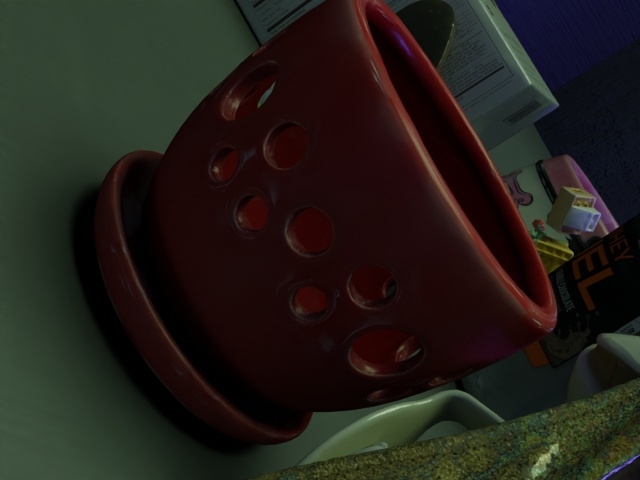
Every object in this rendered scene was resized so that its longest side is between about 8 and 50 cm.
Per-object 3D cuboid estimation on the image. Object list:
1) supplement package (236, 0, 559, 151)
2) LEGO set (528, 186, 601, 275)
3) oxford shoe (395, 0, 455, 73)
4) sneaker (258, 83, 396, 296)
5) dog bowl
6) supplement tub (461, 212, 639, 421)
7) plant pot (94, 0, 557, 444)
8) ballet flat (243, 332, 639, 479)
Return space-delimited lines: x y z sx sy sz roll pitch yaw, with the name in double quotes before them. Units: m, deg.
"supplement package" 0.074 -0.199 1.039 0.263 0.198 0.199 61 18 9
"LEGO set" 0.264 0.062 1.234 0.107 0.132 0.287 -96 172 -65
"oxford shoe" 0.059 -0.109 0.905 0.076 0.212 0.076 23 -10 31
"sneaker" 0.019 -0.031 0.764 0.235 0.097 0.084 61 17 9
"dog bowl" 0.417 0.041 1.672 0.408 0.150 0.408 51 19 -24
"supplement tub" 0.309 0.084 0.939 0.207 0.338 0.207 43 24 -24
"plant pot" 0.000 0.000 0.524 0.191 0.174 0.191 50 18 -23
"ballet flat" 0.102 0.098 0.429 0.123 0.348 0.123 164 -90 -77
